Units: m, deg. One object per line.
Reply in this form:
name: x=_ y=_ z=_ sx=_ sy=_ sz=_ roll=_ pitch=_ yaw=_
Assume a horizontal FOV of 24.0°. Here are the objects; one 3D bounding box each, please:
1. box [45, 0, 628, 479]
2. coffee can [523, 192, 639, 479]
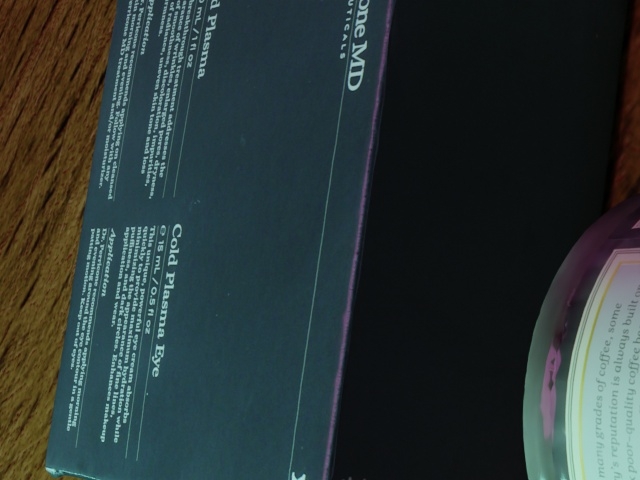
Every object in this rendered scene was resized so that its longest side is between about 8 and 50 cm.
box: x=0.000 y=0.000 z=0.929 sx=0.312 sy=0.179 sz=0.343 roll=0 pitch=80 yaw=55
coffee can: x=0.242 y=0.071 z=0.559 sx=0.275 sy=0.201 sz=0.201 roll=-3 pitch=77 yaw=53
